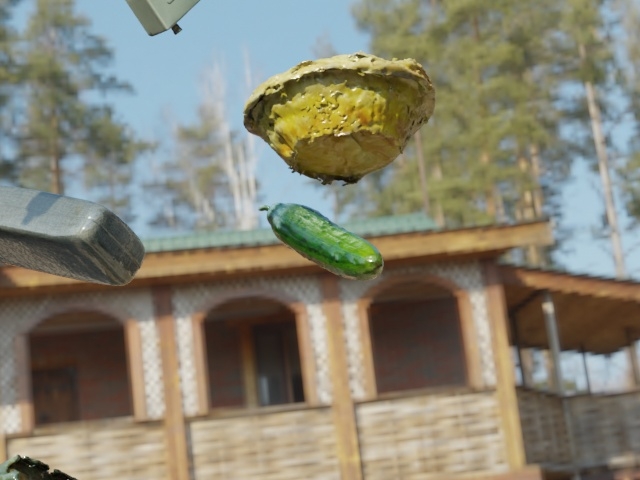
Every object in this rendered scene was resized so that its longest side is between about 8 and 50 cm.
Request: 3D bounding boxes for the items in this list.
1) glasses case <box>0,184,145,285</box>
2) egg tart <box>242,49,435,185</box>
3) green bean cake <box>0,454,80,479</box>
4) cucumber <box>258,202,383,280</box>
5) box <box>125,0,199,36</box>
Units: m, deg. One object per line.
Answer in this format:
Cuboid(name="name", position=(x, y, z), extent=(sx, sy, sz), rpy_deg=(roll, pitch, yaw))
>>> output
Cuboid(name="glasses case", position=(-0.392, -0.013, 1.868), extent=(0.323, 0.074, 0.131), rpy_deg=(10, -30, 34))
Cuboid(name="egg tart", position=(0.024, -0.126, 1.451), extent=(0.213, 0.090, 0.212), rpy_deg=(-7, -24, -3))
Cuboid(name="green bean cake", position=(-0.299, 0.338, 1.428), extent=(0.094, 0.181, 0.173), rpy_deg=(-25, -34, 19))
Cuboid(name="cucumber", position=(0.000, 0.000, 1.520), extent=(0.056, 0.056, 0.250), rpy_deg=(3, 16, -34))
Cuboid(name="box", position=(-0.184, -0.403, 1.732), extent=(0.045, 0.270, 0.211), rpy_deg=(-12, -59, 43))
